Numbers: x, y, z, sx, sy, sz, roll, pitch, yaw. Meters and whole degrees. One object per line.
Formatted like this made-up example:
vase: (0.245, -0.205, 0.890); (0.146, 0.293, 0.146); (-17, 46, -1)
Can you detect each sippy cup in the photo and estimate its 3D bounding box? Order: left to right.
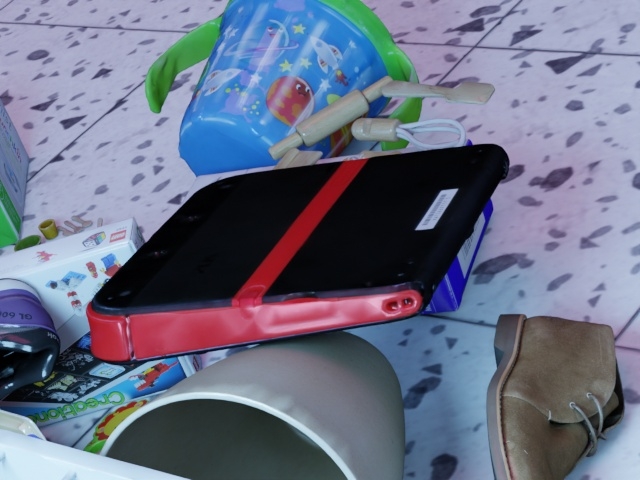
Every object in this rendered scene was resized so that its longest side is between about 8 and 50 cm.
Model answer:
sippy cup: (-0.052, -0.163, 2.260); (0.305, 0.240, 0.224); (-20, 32, 50)

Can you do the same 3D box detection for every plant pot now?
plant pot: (-0.029, 0.189, 1.676); (0.256, 0.256, 0.274); (-8, 19, 23)

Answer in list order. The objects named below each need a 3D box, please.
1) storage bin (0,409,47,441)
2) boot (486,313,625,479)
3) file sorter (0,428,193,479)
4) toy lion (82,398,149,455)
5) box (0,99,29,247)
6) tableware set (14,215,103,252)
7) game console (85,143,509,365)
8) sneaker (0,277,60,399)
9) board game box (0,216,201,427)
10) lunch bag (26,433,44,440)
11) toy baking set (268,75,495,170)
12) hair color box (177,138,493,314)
storage bin: (-0.419, 0.283, 1.867); (0.260, 0.123, 0.262); (8, 41, 42)
boot: (0.208, 0.160, 1.680); (0.115, 0.112, 0.305); (-3, 32, 12)
file sorter: (-0.163, 0.303, 1.500); (0.277, 0.193, 0.173); (13, 36, 16)
toy lion: (-0.205, 0.201, 1.951); (0.100, 0.034, 0.096); (-36, 26, -22)
box: (-0.530, -0.064, 2.487); (0.262, 0.127, 0.231); (-19, 30, 6)
tableware set: (-0.311, 0.005, 2.337); (0.104, 0.024, 0.154); (-36, 33, -21)
game console: (-0.016, 0.008, 1.809); (0.342, 0.060, 0.386); (-6, 21, 20)
sneaker: (-0.392, 0.138, 1.862); (0.283, 0.107, 0.124); (-28, 37, -10)
board game box: (-0.302, 0.105, 2.004); (0.305, 0.193, 0.053); (-16, 31, 10)
lunch bag: (-0.260, 0.274, 1.748); (0.096, 0.151, 0.129); (-9, 32, 23)
toy baking set: (0.061, -0.110, 2.069); (0.256, 0.030, 0.197); (-34, 37, -9)
hair color box: (0.000, 0.000, 2.059); (0.339, 0.110, 0.185); (-5, 34, 24)
